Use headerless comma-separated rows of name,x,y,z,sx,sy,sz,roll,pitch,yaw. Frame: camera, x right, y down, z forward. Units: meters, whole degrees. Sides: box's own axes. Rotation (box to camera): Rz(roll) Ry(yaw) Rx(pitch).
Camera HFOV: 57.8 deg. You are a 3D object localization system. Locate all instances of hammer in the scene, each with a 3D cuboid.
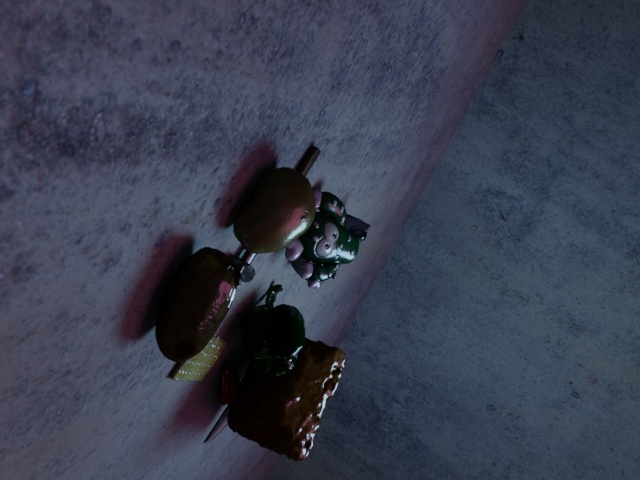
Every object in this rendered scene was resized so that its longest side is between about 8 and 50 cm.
hammer,-0.101,-0.066,1.368,0.365,0.043,0.111,-58,165,-9

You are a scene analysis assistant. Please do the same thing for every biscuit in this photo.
biscuit,-0.300,0.297,1.471,0.139,0.016,0.231,-57,166,-8
biscuit,-0.121,0.456,1.759,0.395,0.166,0.343,-18,-140,58

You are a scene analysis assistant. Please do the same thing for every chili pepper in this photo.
chili pepper,-0.275,0.417,1.719,0.169,0.064,0.088,97,9,-50
chili pepper,-0.128,0.245,1.626,0.261,0.173,0.165,-97,177,-53

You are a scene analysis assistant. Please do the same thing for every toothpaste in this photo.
toothpaste,-0.324,0.614,1.987,0.194,0.043,0.067,-53,168,-3

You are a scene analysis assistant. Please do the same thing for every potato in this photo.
potato,-0.098,-0.058,1.223,0.194,0.157,0.157,-39,159,-20

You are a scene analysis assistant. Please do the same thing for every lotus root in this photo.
lotus root,-0.240,0.124,1.113,0.241,0.123,0.124,-58,-177,10

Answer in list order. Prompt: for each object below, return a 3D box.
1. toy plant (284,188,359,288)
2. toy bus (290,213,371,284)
toy plant,0.001,-0.005,1.594,0.232,0.112,0.243,-50,124,-24
toy bus,0.037,0.019,1.816,0.317,0.138,0.112,-42,163,-52
